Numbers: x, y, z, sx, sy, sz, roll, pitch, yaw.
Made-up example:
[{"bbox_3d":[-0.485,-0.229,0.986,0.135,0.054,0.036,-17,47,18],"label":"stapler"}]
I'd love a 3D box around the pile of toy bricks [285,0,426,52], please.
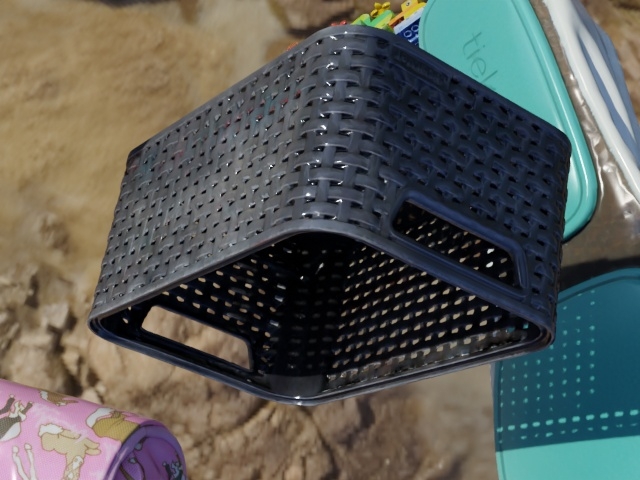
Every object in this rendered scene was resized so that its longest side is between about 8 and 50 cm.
[{"bbox_3d":[0.033,-0.159,1.094,0.212,0.105,0.118,-34,130,24],"label":"pile of toy bricks"}]

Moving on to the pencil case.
[{"bbox_3d":[-0.305,0.185,0.996,0.386,0.160,0.167,11,75,17],"label":"pencil case"}]

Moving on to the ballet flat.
[{"bbox_3d":[0.157,0.026,0.679,0.139,0.400,0.139,-9,158,-4],"label":"ballet flat"}]

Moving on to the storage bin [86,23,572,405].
[{"bbox_3d":[0.000,0.000,0.508,0.122,0.084,0.180,25,151,-29],"label":"storage bin"}]
